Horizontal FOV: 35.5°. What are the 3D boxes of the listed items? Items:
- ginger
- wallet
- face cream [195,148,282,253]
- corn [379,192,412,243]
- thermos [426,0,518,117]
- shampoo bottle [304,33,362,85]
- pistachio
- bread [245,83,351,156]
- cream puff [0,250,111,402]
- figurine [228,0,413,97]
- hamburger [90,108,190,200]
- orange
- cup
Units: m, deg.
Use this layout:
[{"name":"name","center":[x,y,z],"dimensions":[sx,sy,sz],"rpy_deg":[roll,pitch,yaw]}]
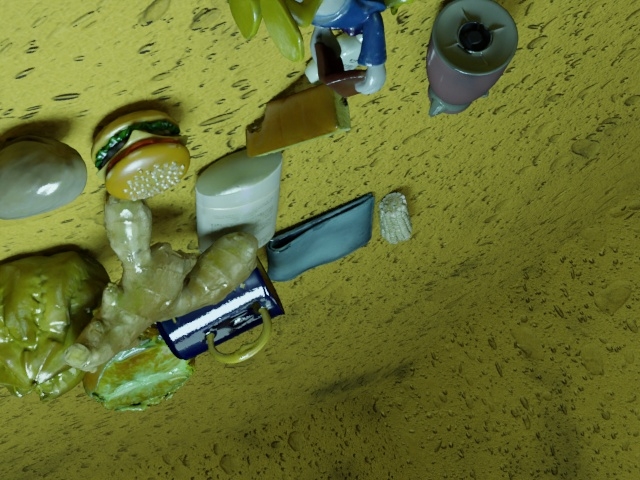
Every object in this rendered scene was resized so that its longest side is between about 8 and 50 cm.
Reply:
[{"name":"ginger","center":[-0.308,0.098,1.888],"dimensions":[0.363,0.122,0.348],"rpy_deg":[24,93,-51]},{"name":"wallet","center":[0.000,0.001,2.419],"dimensions":[0.290,0.054,0.251],"rpy_deg":[-24,162,-9]},{"name":"face cream","center":[-0.165,-0.068,1.988],"dimensions":[0.173,0.081,0.348],"rpy_deg":[-18,160,-12]},{"name":"corn","center":[0.179,-0.056,2.456],"dimensions":[0.087,0.087,0.211],"rpy_deg":[-26,157,1]},{"name":"thermos","center":[0.264,-0.323,1.800],"dimensions":[0.176,0.146,0.265],"rpy_deg":[-49,172,-10]},{"name":"shampoo bottle","center":[0.045,-0.316,1.663],"dimensions":[0.077,0.045,0.152],"rpy_deg":[0,148,-50]},{"name":"pistachio","center":[-0.443,-0.092,1.518],"dimensions":[0.185,0.124,0.124],"rpy_deg":[-26,162,21]},{"name":"bread","center":[-0.045,-0.207,1.731],"dimensions":[0.226,0.088,0.049],"rpy_deg":[-10,179,43]},{"name":"cream puff","center":[-0.534,0.184,1.941],"dimensions":[0.291,0.257,0.324],"rpy_deg":[-14,158,-21]},{"name":"figurine","center":[0.065,-0.329,1.450],"dimensions":[0.338,0.204,0.283],"rpy_deg":[-33,138,-16]},{"name":"hamburger","center":[-0.287,-0.136,1.611],"dimensions":[0.162,0.115,0.162],"rpy_deg":[-24,162,-8]},{"name":"orange","center":[-0.450,0.296,2.419],"dimensions":[0.262,0.196,0.334],"rpy_deg":[-39,166,-6]},{"name":"cup","center":[-0.224,0.151,2.159],"dimensions":[0.256,0.178,0.255],"rpy_deg":[-28,-165,-1]}]
